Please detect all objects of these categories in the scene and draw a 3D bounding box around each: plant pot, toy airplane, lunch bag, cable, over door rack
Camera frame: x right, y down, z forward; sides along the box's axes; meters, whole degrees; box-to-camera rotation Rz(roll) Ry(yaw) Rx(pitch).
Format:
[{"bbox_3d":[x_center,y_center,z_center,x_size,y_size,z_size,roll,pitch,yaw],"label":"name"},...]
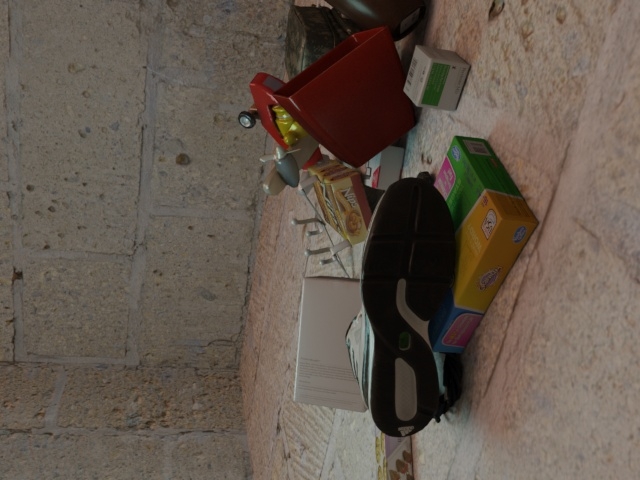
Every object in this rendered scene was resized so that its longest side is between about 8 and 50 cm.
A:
[{"bbox_3d":[0.075,-0.327,1.448,0.235,0.267,0.267,53,179,-19],"label":"plant pot"},{"bbox_3d":[0.134,-0.591,1.428,0.230,0.215,0.215,50,151,11],"label":"plant pot"},{"bbox_3d":[-0.044,-0.329,1.924,0.272,0.384,0.386,-11,83,46],"label":"toy airplane"},{"bbox_3d":[0.042,-0.533,1.713,0.305,0.256,0.212,-106,22,-53],"label":"lunch bag"},{"bbox_3d":[0.217,0.249,1.177,0.184,0.047,0.150,-109,28,-60],"label":"cable"},{"bbox_3d":[0.000,0.000,1.703,0.324,0.108,0.239,81,165,-64],"label":"over door rack"}]

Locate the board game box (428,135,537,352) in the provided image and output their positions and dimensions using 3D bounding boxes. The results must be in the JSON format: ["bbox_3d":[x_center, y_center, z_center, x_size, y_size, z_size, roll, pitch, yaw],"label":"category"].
[{"bbox_3d":[0.250,0.010,1.092,0.242,0.064,0.316,-102,22,-48],"label":"board game box"}]

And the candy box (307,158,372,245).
[{"bbox_3d":[0.057,-0.117,1.719,0.316,0.088,0.183,-130,19,-71],"label":"candy box"}]

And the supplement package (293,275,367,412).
[{"bbox_3d":[0.053,0.237,1.453,0.175,0.178,0.292,7,-91,-73],"label":"supplement package"}]

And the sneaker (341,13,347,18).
[{"bbox_3d":[0.170,-0.707,1.605,0.305,0.152,0.114,-65,-12,-3],"label":"sneaker"}]

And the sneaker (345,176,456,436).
[{"bbox_3d":[0.112,0.105,1.125,0.257,0.169,0.447,-157,70,-73],"label":"sneaker"}]

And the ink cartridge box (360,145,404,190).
[{"bbox_3d":[0.153,-0.189,1.543,0.150,0.063,0.109,-142,58,-73],"label":"ink cartridge box"}]

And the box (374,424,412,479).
[{"bbox_3d":[0.157,0.451,1.309,0.067,0.063,0.324,131,142,-65],"label":"box"}]

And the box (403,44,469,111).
[{"bbox_3d":[0.233,-0.329,1.228,0.102,0.087,0.101,-108,27,-55],"label":"box"}]

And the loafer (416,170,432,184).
[{"bbox_3d":[0.199,-0.074,1.328,0.062,0.061,0.170,-109,29,-61],"label":"loafer"}]
